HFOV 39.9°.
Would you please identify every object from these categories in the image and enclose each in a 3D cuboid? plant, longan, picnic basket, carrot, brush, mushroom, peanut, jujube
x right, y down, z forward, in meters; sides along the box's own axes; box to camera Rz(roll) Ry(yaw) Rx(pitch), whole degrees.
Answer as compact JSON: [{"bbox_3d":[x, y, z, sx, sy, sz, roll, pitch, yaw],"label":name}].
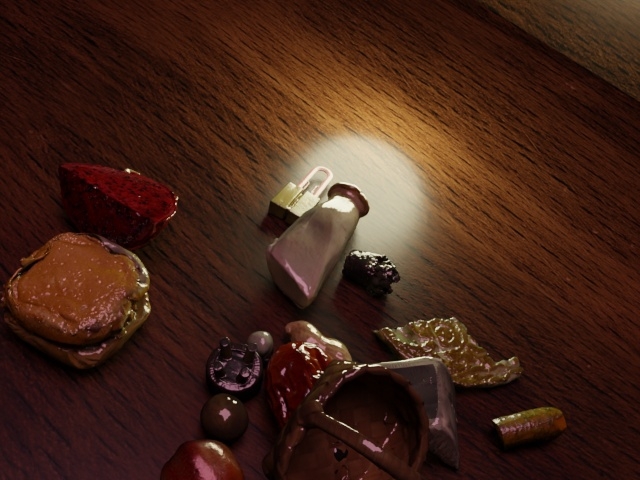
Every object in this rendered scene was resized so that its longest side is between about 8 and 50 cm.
[{"bbox_3d":[0.129,0.077,2.212,0.143,0.092,0.094,24,39,14],"label":"plant"},{"bbox_3d":[-0.197,0.371,1.849,0.119,0.106,0.106,23,28,-55],"label":"longan"},{"bbox_3d":[0.085,0.399,1.640,0.293,0.337,0.337,40,43,-19],"label":"picnic basket"},{"bbox_3d":[0.472,0.426,2.001,0.173,0.082,0.082,-8,51,-14],"label":"carrot"},{"bbox_3d":[-0.039,-0.130,2.377,0.103,0.047,0.233,29,46,11],"label":"brush"},{"bbox_3d":[-0.009,-0.001,2.208,0.154,0.138,0.407,18,43,16],"label":"mushroom"},{"bbox_3d":[-0.003,0.247,2.025,0.187,0.082,0.082,30,48,13],"label":"peanut"},{"bbox_3d":[-0.027,0.336,1.876,0.174,0.174,0.251,-2,54,-18],"label":"jujube"}]

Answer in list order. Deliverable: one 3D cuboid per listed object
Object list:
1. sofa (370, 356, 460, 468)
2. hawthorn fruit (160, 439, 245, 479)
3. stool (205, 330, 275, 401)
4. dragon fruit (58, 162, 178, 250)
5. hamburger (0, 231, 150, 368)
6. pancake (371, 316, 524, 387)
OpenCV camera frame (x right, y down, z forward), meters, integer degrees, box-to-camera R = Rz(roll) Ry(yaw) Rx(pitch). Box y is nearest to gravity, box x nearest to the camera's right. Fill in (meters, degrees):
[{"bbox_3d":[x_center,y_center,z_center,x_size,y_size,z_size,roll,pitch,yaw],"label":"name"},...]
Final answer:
[{"bbox_3d":[0.187,0.386,1.954,0.225,0.176,0.210,-11,47,12],"label":"sofa"},{"bbox_3d":[-0.215,0.479,1.700,0.169,0.169,0.188,-24,58,-32],"label":"hawthorn fruit"},{"bbox_3d":[-0.169,0.264,1.935,0.125,0.121,0.217,36,54,20],"label":"stool"},{"bbox_3d":[-0.472,-0.067,2.142,0.316,0.152,0.205,29,27,22],"label":"dragon fruit"},{"bbox_3d":[-0.525,0.121,1.929,0.318,0.158,0.319,8,48,-9],"label":"hamburger"},{"bbox_3d":[0.303,0.267,2.117,0.376,0.054,0.197,22,48,1],"label":"pancake"}]
